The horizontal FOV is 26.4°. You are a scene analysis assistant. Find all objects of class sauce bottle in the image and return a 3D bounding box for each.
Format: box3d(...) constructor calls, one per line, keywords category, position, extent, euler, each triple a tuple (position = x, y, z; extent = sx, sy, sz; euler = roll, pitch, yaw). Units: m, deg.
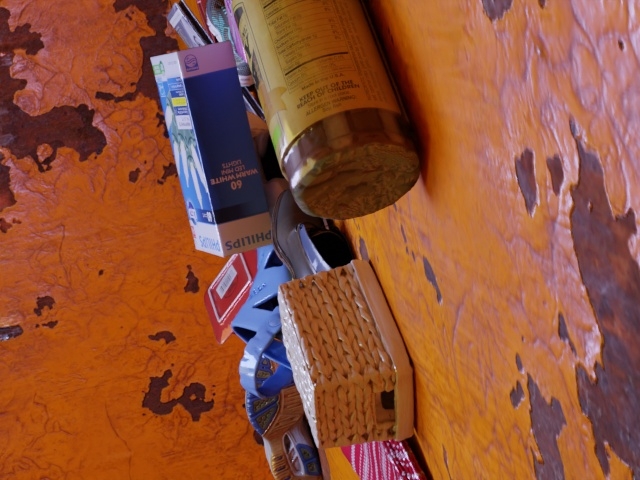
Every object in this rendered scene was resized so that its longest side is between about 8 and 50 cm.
box3d(category="sauce bottle", position=(-0.013, -0.179, 1.135), extent=(0.111, 0.111, 0.344), euler=(88, 167, -57))

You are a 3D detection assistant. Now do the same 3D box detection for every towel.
box3d(category="towel", position=(0.073, 0.260, 1.469), extent=(0.275, 0.031, 0.199), euler=(-120, 17, -48))

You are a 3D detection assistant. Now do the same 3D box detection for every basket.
box3d(category="basket", position=(0.024, 0.118, 1.390), extent=(0.167, 0.103, 0.113), euler=(-110, 11, -46))

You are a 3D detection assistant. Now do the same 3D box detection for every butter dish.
box3d(category="butter dish", position=(-0.113, 0.098, 2.373), extent=(0.160, 0.118, 0.160), euler=(-54, 32, 19))

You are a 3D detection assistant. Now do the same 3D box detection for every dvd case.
box3d(category="dvd case", position=(-0.156, -0.259, 2.049), extent=(0.221, 0.018, 0.164), euler=(55, 173, -8))

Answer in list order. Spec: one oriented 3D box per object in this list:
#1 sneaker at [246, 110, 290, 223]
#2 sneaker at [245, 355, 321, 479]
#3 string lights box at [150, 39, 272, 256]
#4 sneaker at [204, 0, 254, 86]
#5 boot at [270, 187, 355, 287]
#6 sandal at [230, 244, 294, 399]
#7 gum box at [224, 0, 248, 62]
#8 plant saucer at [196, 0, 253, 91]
box3d(category="sneaker", position=(-0.068, -0.116, 1.799), extent=(0.115, 0.090, 0.232), euler=(93, 154, -43))
box3d(category="sneaker", position=(-0.080, 0.309, 2.464), extent=(0.131, 0.112, 0.296), euler=(-118, 18, -65))
box3d(category="string lights box", position=(-0.136, -0.117, 1.731), extent=(0.133, 0.077, 0.259), euler=(-170, 66, -69))
box3d(category="sneaker", position=(-0.118, -0.304, 1.939), extent=(0.076, 0.065, 0.166), euler=(120, 136, -55))
box3d(category="boot", position=(0.000, 0.000, 1.579), extent=(0.106, 0.082, 0.219), euler=(118, 148, -45))
box3d(category="sandal", position=(-0.057, 0.089, 1.776), extent=(0.317, 0.138, 0.126), euler=(-107, -6, -48))
box3d(category="gum box", position=(-0.082, -0.301, 1.601), extent=(0.107, 0.062, 0.188), euler=(-126, 24, -72))
box3d(category="plant saucer", position=(-0.166, -0.399, 2.122), extent=(0.259, 0.048, 0.258), euler=(85, 169, -45))
